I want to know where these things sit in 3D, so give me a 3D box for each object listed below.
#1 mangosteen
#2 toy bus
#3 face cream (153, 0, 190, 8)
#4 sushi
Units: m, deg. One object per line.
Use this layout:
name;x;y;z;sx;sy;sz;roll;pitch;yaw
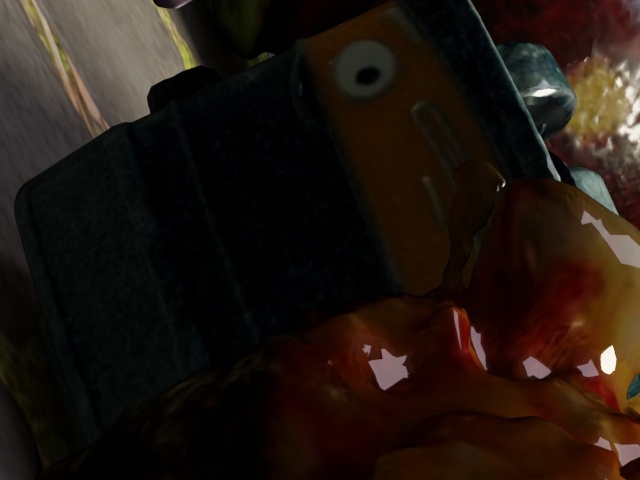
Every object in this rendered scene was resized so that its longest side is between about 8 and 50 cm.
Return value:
mangosteen;0.092;-0.132;1.177;0.359;0.306;0.306;53;11;-2
toy bus;0.035;0.050;0.722;0.323;0.194;0.161;47;20;-68
face cream;-0.127;-0.233;0.918;0.273;0.078;0.078;62;10;-12
sushi;0.047;0.156;0.441;0.196;0.182;0.343;3;67;-56
